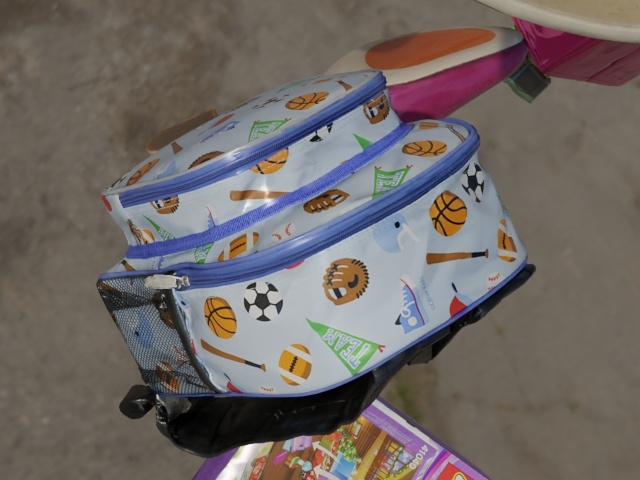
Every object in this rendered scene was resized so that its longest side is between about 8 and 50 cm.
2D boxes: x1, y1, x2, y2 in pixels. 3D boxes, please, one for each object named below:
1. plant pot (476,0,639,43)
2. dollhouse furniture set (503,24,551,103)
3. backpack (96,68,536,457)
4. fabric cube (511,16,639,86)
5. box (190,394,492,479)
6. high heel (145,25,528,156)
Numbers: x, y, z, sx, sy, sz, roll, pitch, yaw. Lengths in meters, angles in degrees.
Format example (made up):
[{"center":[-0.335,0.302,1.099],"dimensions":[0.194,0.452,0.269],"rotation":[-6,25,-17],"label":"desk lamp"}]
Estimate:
[{"center":[0.116,-0.246,0.494],"dimensions":[0.256,0.256,0.274],"rotation":[19,49,-28],"label":"plant pot"},{"center":[0.217,-0.191,1.808],"dimensions":[0.076,0.058,0.152],"rotation":[46,39,0],"label":"dollhouse furniture set"},{"center":[0.000,0.000,1.110],"dimensions":[0.276,0.263,0.213],"rotation":[-39,115,-29],"label":"backpack"},{"center":[0.343,-0.341,1.786],"dimensions":[0.259,0.258,0.254],"rotation":[-4,69,-60],"label":"fabric cube"},{"center":[-0.024,0.255,1.337],"dimensions":[0.201,0.057,0.293],"rotation":[37,89,-16],"label":"box"},{"center":[0.033,-0.077,1.565],"dimensions":[0.127,0.377,0.181],"rotation":[-90,161,-63],"label":"high heel"}]
